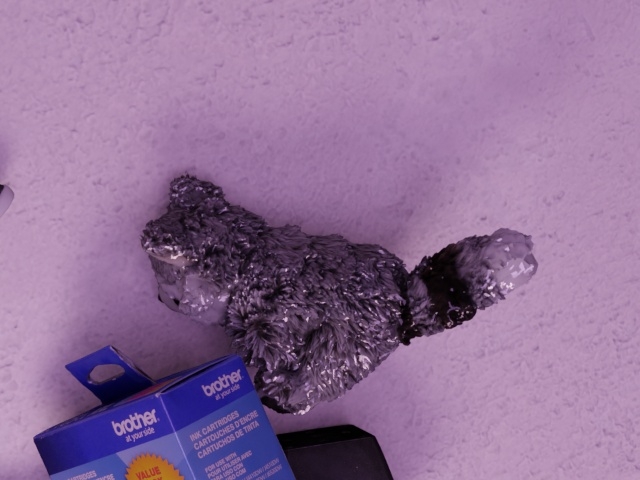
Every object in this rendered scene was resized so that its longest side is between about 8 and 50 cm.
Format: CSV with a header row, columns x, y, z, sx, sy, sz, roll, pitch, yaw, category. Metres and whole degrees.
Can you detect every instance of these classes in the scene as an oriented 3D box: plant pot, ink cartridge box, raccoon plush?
x,y,z,sx,sy,sz,roll,pitch,yaw,category
0.003,0.335,1.907,0.188,0.187,0.167,-7,92,-13,plant pot
-0.172,0.307,1.759,0.151,0.270,0.395,-21,88,-48,ink cartridge box
0.000,0.000,1.787,0.446,0.216,0.299,-31,107,11,raccoon plush

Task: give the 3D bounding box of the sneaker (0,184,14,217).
x,y,z,sx,sy,sz,roll,pitch,yaw,category
-0.517,-0.027,1.725,0.296,0.104,0.147,-27,112,-3,sneaker
